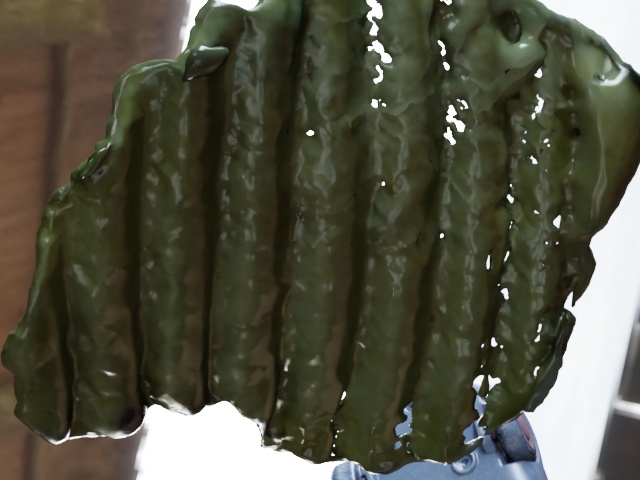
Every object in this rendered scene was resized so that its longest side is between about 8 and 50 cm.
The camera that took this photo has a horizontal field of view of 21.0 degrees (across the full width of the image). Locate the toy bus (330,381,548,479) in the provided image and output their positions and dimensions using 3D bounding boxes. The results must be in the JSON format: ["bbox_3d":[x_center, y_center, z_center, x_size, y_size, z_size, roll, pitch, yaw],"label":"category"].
[{"bbox_3d":[0.155,0.300,1.686,0.232,0.197,0.294,47,-160,-54],"label":"toy bus"}]

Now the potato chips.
[{"bbox_3d":[0.005,-0.006,1.089,0.389,0.373,0.097,-65,30,21],"label":"potato chips"}]
